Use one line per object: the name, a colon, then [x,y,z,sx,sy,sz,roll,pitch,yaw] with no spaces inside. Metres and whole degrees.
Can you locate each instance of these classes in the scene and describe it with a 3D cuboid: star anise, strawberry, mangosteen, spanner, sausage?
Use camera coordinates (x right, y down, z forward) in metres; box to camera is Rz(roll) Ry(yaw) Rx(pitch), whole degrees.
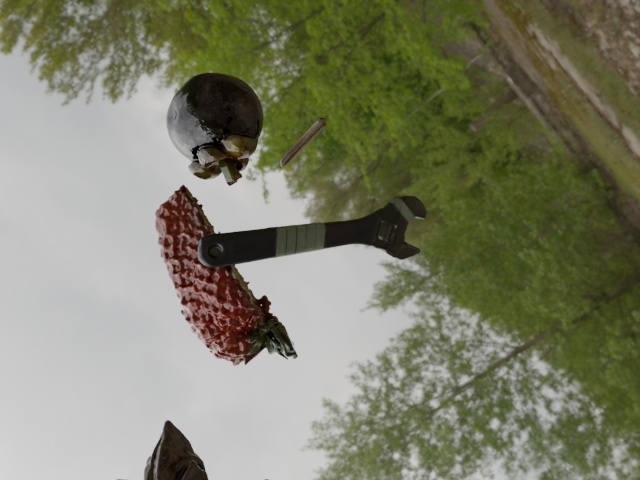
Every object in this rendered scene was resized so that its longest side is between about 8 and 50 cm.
star anise: [-0.183,0.401,0.827,0.108,0.315,0.315,30,-149,-55]
strawberry: [-0.148,0.069,0.839,0.286,0.106,0.188,56,175,0]
mangosteen: [-0.137,-0.145,0.808,0.137,0.137,0.151,8,-115,-63]
spanner: [0.000,0.000,0.773,0.024,0.316,0.087,-167,70,-67]
sausage: [-0.025,-0.139,0.852,0.015,0.100,0.015,39,-159,-18]
